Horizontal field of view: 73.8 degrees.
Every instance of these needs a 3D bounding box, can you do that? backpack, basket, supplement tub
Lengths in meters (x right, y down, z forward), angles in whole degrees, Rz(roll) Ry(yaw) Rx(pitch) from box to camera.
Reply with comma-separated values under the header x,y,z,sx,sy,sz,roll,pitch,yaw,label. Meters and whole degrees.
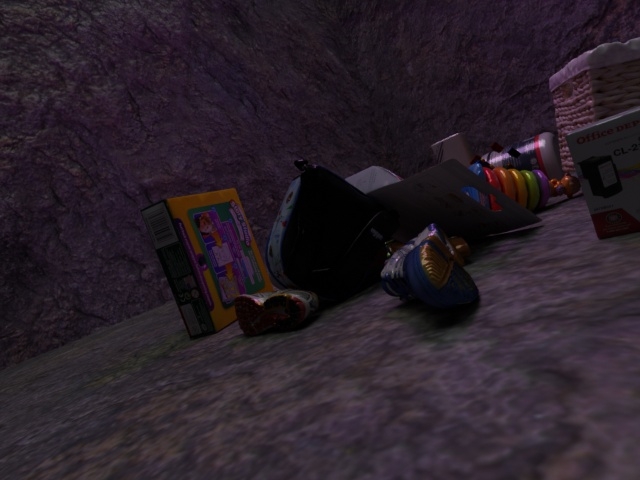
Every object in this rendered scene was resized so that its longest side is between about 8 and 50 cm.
x,y,z,sx,sy,sz,roll,pitch,yaw,label
0.000,0.000,0.962,0.213,0.277,0.263,-30,36,63,backpack
0.740,-0.306,0.973,0.332,0.266,0.328,-6,9,16,basket
0.644,-0.221,1.402,0.272,0.191,0.191,-18,4,40,supplement tub

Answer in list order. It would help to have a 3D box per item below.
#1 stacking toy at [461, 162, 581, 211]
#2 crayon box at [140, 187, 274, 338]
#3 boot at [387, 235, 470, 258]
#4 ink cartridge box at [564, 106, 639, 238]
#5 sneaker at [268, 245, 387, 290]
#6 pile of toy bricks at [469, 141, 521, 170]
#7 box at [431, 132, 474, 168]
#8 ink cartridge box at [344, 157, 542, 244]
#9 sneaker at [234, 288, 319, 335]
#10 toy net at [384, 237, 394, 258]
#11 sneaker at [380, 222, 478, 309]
x,y,z,sx,sy,sz,roll,pitch,yaw,label
0.542,-0.129,1.137,0.302,0.175,0.166,-6,-1,3,stacking toy
-0.302,0.047,1.220,0.106,0.362,0.313,-18,3,24,crayon box
0.228,0.027,0.909,0.153,0.072,0.197,-21,15,9,boot
0.470,-0.106,0.650,0.128,0.175,0.072,-18,4,42,ink cartridge box
0.026,0.070,1.182,0.322,0.124,0.180,-9,0,8,sneaker
0.546,-0.196,1.247,0.118,0.212,0.105,-53,-5,14,pile of toy bricks
0.444,-0.188,1.318,0.094,0.275,0.113,-21,1,31,box
0.265,-0.096,1.023,0.308,0.091,0.385,25,-23,-28,ink cartridge box
-0.097,0.147,0.891,0.225,0.087,0.093,-8,3,40,sneaker
0.281,-0.003,1.291,0.232,0.045,0.122,-20,2,-2,toy net
0.158,0.061,0.672,0.131,0.111,0.296,-38,-4,17,sneaker
